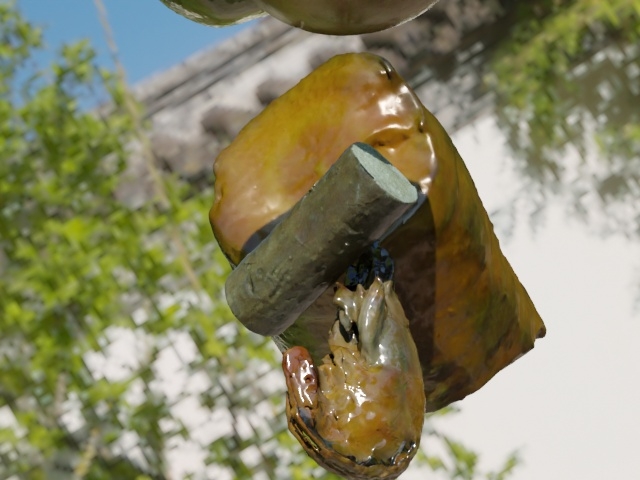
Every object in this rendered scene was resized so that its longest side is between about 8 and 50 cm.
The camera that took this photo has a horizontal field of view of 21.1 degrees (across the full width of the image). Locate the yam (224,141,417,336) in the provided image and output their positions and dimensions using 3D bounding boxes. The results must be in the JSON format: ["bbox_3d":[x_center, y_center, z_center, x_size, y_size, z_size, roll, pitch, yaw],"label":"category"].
[{"bbox_3d":[0.000,0.000,1.295,0.169,0.068,0.068,-45,-14,29],"label":"yam"}]

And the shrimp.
[{"bbox_3d":[0.024,0.055,1.274,0.117,0.262,0.066,22,-46,-36],"label":"shrimp"}]

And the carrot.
[{"bbox_3d":[0.049,0.017,1.598,0.241,0.241,0.340,-32,-47,-1],"label":"carrot"}]

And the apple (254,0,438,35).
[{"bbox_3d":[0.018,-0.233,1.213,0.182,0.182,0.155,-29,-34,-19],"label":"apple"}]

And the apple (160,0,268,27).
[{"bbox_3d":[-0.099,-0.359,1.786,0.279,0.279,0.279,-31,-8,-5],"label":"apple"}]
